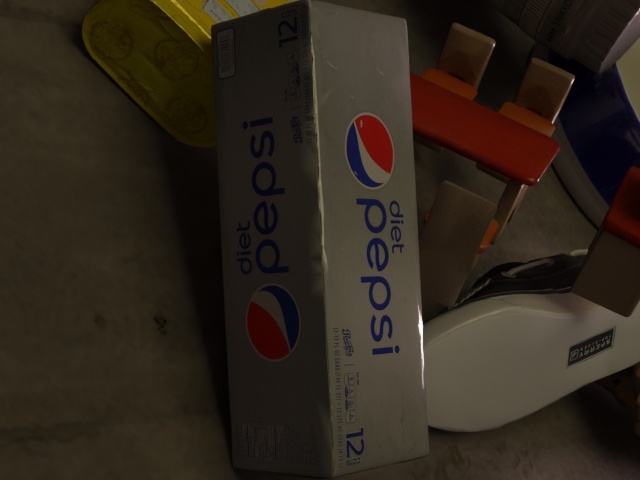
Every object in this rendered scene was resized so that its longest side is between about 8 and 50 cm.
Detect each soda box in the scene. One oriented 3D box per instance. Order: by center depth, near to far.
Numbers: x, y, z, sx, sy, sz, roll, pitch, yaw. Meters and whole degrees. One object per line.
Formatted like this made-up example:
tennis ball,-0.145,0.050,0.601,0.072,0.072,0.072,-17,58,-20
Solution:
soda box,0.000,0.000,0.746,0.098,0.091,0.286,-1,87,-48

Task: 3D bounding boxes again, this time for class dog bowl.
dog bowl,0.344,-0.127,1.264,0.265,0.104,0.265,26,50,-36

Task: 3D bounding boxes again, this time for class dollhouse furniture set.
dollhouse furniture set,0.154,-0.065,0.899,0.259,0.135,0.262,26,35,11

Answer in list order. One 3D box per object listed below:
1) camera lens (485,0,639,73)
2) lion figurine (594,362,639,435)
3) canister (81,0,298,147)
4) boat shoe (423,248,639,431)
camera lens,0.214,-0.316,1.090,0.274,0.219,0.219,41,37,10
lion figurine,0.411,0.130,1.159,0.392,0.142,0.240,33,53,-37
canister,-0.081,-0.163,0.836,0.126,0.073,0.170,45,39,-20
boat shoe,0.161,0.065,0.947,0.301,0.102,0.108,-15,122,-32
